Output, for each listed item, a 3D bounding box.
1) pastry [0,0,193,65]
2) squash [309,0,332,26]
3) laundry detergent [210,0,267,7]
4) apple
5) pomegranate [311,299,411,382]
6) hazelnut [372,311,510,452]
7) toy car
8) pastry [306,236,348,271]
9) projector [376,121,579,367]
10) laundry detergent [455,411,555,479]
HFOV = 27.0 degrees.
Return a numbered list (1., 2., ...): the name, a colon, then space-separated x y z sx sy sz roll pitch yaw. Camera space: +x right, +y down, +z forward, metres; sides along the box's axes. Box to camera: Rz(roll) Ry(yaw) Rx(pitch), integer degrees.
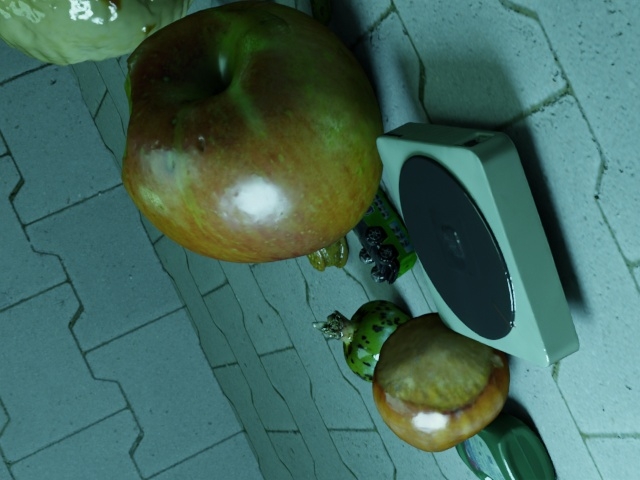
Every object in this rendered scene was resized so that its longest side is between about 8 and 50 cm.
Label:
1. pastry: -0.358 -0.456 1.972 0.388 0.389 0.312 54 157 32
2. squash: -0.002 -0.309 1.696 0.027 0.027 0.083 42 153 52
3. laundry detergent: -0.116 -0.252 2.020 0.159 0.088 0.335 54 159 32
4. apple: -0.087 -0.128 1.693 0.339 0.340 0.339 55 160 30
5. pomegranate: 0.067 0.141 1.932 0.122 0.161 0.122 -160 90 -75
6. hazelnut: 0.160 0.177 1.675 0.182 0.182 0.182 55 160 30
7. toy car: 0.072 -0.021 1.822 0.165 0.062 0.071 58 161 21
8. pastry: 0.000 0.000 2.076 0.097 0.057 0.109 31 142 64
9. projector: 0.178 -0.005 1.497 0.257 0.079 0.259 20 133 67
10. laundry detergent: 0.235 0.290 1.779 0.137 0.063 0.211 60 164 -6
